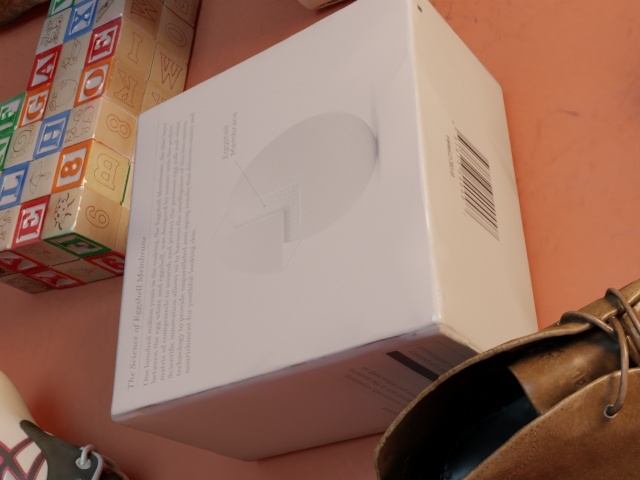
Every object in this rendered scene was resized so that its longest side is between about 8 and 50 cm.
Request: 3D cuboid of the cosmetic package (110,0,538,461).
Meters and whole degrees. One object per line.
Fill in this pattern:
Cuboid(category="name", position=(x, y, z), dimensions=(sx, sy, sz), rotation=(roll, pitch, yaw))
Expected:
Cuboid(category="cosmetic package", position=(0.000, 0.000, 0.562), dimensions=(0.224, 0.138, 0.224), rotation=(-19, 57, 30))

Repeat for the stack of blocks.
Cuboid(category="stack of blocks", position=(-0.224, -0.112, 0.839), dimensions=(0.171, 0.087, 0.297), rotation=(-11, 61, 35))

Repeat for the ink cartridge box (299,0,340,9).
Cuboid(category="ink cartridge box", position=(-0.010, -0.426, 0.696), dimensions=(0.160, 0.279, 0.385), rotation=(-13, 60, 35))

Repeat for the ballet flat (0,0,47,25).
Cuboid(category="ballet flat", position=(-0.322, -0.336, 1.020), dimensions=(0.348, 0.123, 0.123), rotation=(-10, 62, 35))

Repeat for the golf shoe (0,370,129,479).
Cuboid(category="golf shoe", position=(-0.205, 0.187, 0.675), dimensions=(0.120, 0.105, 0.273), rotation=(-36, 54, -1))

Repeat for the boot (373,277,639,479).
Cuboid(category="boot", position=(0.151, 0.059, 0.391), dimensions=(0.305, 0.115, 0.112), rotation=(-42, 47, 27))
